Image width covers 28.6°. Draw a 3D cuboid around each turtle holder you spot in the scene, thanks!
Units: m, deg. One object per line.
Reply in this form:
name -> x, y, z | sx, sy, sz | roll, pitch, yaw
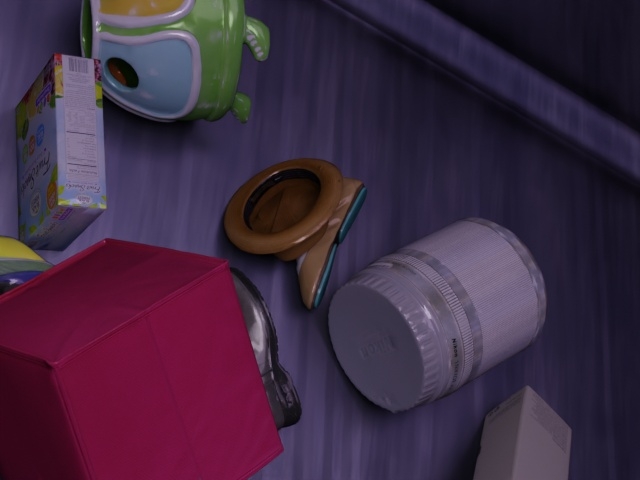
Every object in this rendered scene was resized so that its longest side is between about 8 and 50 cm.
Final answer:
turtle holder -> -0.200, -0.296, 1.696 | 0.227, 0.320, 0.243 | -2, 75, -17

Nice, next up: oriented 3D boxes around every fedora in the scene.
fedora -> -0.044, -0.035, 1.809 | 0.194, 0.194, 0.079 | -58, 139, -33

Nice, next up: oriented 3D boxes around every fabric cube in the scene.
fabric cube -> -0.241, 0.176, 1.472 | 0.259, 0.254, 0.258 | -31, 118, -36

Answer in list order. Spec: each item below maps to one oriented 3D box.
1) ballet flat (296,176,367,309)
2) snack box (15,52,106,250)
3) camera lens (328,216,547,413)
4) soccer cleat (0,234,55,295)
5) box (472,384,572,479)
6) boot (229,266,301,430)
ballet flat -> 0.000, 0.000, 1.862 | 0.073, 0.080, 0.232 | 19, 56, 8
snack box -> -0.338, -0.111, 1.623 | 0.070, 0.174, 0.207 | 3, 70, -29
camera lens -> 0.176, 0.102, 1.826 | 0.274, 0.219, 0.219 | -24, 85, -35
soccer cleat -> -0.447, 0.021, 1.578 | 0.289, 0.093, 0.121 | 30, 29, -14
box -> 0.291, 0.335, 1.813 | 0.113, 0.094, 0.275 | 46, 27, -7
boot -> -0.136, 0.166, 1.703 | 0.161, 0.083, 0.247 | -17, 80, -29
